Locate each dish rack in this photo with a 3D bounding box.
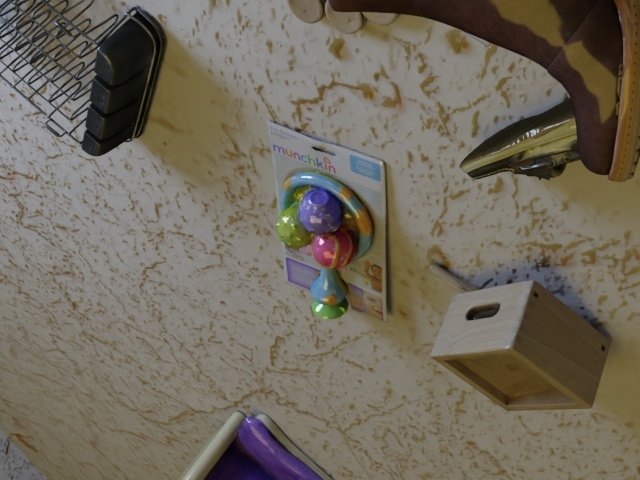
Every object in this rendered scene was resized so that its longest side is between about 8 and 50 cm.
[{"bbox_3d":[-0.303,-0.223,1.003,0.271,0.074,0.208,39,146,3],"label":"dish rack"}]

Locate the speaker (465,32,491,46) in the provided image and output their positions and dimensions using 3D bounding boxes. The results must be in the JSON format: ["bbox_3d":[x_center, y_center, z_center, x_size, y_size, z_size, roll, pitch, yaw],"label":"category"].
[{"bbox_3d":[0.077,-0.192,0.656,0.136,0.055,0.055,31,147,-1],"label":"speaker"}]

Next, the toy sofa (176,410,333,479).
[{"bbox_3d":[-0.050,0.446,1.487,0.362,0.150,0.177,43,149,-6],"label":"toy sofa"}]

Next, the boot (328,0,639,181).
[{"bbox_3d":[0.108,-0.157,0.606,0.206,0.090,0.248,1,113,24],"label":"boot"}]

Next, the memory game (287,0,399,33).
[{"bbox_3d":[-0.003,-0.243,0.730,0.186,0.012,0.186,27,146,20],"label":"memory game"}]

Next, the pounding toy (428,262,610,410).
[{"bbox_3d":[0.176,0.087,0.893,0.130,0.100,0.141,36,153,-22],"label":"pounding toy"}]

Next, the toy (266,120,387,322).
[{"bbox_3d":[0.000,0.000,0.981,0.137,0.056,0.237,21,143,24],"label":"toy"}]

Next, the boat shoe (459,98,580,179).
[{"bbox_3d":[0.171,-0.069,0.725,0.049,0.056,0.152,53,145,-12],"label":"boat shoe"}]
